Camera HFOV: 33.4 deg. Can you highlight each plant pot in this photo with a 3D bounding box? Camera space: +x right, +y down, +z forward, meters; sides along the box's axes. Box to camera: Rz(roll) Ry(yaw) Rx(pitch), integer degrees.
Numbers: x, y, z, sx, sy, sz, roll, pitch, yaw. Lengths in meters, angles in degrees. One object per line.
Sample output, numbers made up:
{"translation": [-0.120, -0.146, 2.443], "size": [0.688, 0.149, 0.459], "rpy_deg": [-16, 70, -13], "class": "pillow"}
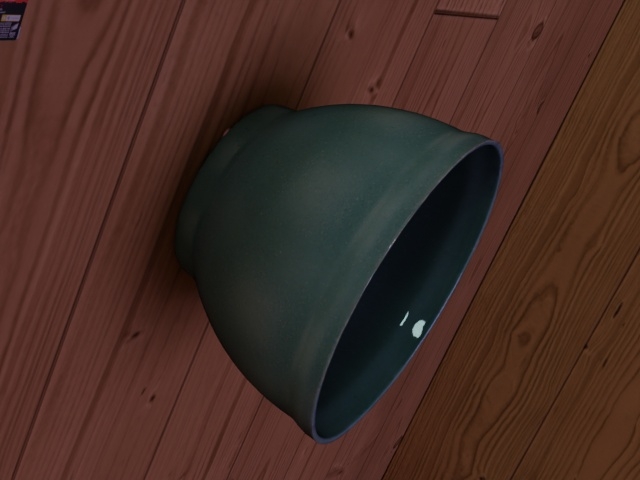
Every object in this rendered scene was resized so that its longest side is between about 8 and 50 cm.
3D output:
{"translation": [0.000, 0.000, 0.928], "size": [0.293, 0.196, 0.293], "rpy_deg": [-49, 158, -27], "class": "plant pot"}

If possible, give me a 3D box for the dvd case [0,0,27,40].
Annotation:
{"translation": [-0.170, -0.157, 0.536], "size": [0.087, 0.013, 0.119], "rpy_deg": [-23, 141, -61], "class": "dvd case"}
